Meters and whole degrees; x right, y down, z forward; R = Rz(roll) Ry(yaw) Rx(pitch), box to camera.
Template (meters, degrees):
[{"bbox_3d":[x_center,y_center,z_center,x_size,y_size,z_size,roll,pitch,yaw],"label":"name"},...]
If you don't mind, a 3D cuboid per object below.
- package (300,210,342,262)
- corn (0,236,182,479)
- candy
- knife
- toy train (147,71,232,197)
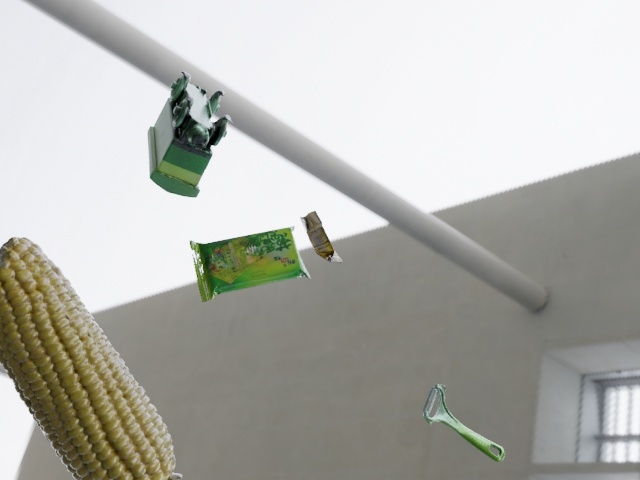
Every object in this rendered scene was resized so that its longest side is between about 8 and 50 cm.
[{"bbox_3d":[0.000,0.000,2.129,0.047,0.131,0.071,-28,-144,-4],"label":"package"},{"bbox_3d":[-0.323,0.180,1.199,0.144,0.387,0.144,-33,-172,5],"label":"corn"},{"bbox_3d":[-0.111,0.033,1.464,0.032,0.178,0.102,109,-33,-62],"label":"candy"},{"bbox_3d":[0.236,0.306,1.516,0.022,0.166,0.078,-36,-161,53],"label":"knife"},{"bbox_3d":[-0.292,-0.238,2.013,0.202,0.120,0.301,-59,-156,21],"label":"toy train"}]
